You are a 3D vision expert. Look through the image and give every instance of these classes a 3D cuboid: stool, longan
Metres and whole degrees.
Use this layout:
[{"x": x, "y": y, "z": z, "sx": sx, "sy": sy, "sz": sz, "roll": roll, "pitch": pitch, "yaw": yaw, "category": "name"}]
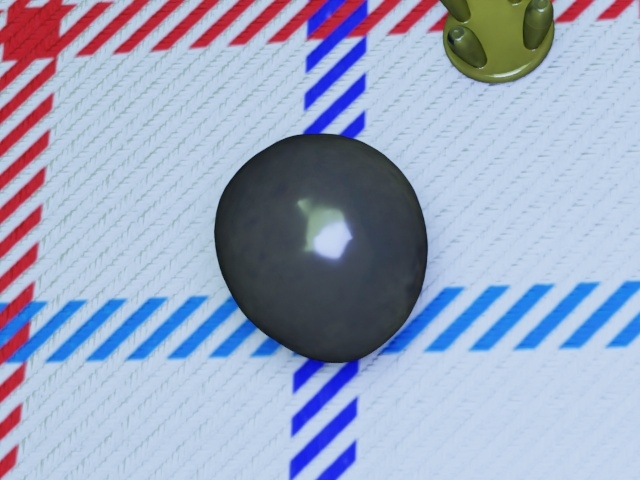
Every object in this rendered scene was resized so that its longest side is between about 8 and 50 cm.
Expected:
[{"x": 0.165, "y": -0.222, "z": 1.490, "sx": 0.134, "sy": 0.110, "sz": 0.135, "roll": 26, "pitch": 79, "yaw": 19, "category": "stool"}, {"x": 0.000, "y": 0.000, "z": 1.404, "sx": 0.196, "sy": 0.196, "sz": 0.220, "roll": -27, "pitch": 55, "yaw": 2, "category": "longan"}]
